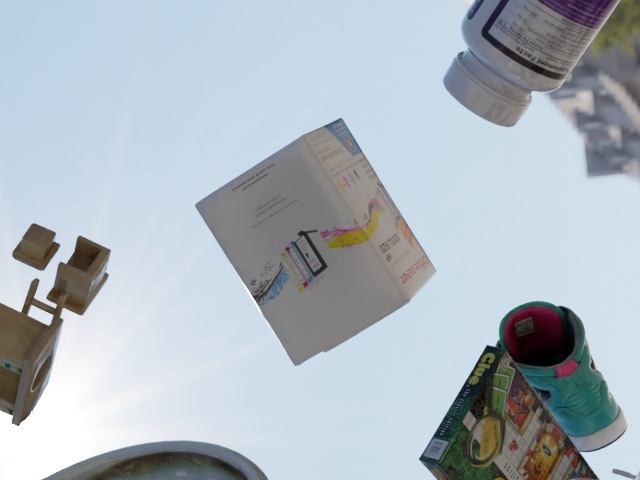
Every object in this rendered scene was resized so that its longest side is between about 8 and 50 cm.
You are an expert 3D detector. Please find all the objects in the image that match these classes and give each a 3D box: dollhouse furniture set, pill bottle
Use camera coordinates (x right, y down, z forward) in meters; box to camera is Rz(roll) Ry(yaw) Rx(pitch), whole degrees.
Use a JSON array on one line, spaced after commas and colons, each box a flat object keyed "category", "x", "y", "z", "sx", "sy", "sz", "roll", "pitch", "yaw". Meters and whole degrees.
[{"category": "dollhouse furniture set", "x": -0.305, "y": 0.049, "z": 1.323, "sx": 0.161, "sy": 0.182, "sz": 0.101, "roll": -61, "pitch": -5, "yaw": -46}, {"category": "pill bottle", "x": 0.190, "y": -0.198, "z": 1.307, "sx": 0.193, "sy": 0.108, "sz": 0.108, "roll": -57, "pitch": -9, "yaw": 25}]

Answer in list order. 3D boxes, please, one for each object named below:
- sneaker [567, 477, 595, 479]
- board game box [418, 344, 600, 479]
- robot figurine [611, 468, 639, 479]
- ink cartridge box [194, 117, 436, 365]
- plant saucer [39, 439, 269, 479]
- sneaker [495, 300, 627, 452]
[{"category": "sneaker", "x": 0.201, "y": 0.241, "z": 1.167, "sx": 0.319, "sy": 0.112, "sz": 0.131, "roll": 105, "pitch": 173, "yaw": -70}, {"category": "board game box", "x": 0.196, "y": 0.232, "z": 1.471, "sx": 0.136, "sy": 0.030, "sz": 0.259, "roll": -55, "pitch": -50, "yaw": -20}, {"category": "robot figurine", "x": 0.510, "y": 0.355, "z": 1.781, "sx": 0.300, "sy": 0.353, "sz": 0.199, "roll": -13, "pitch": -52, "yaw": -30}, {"category": "ink cartridge box", "x": 0.000, "y": 0.000, "z": 1.811, "sx": 0.232, "sy": 0.168, "sz": 0.171, "roll": 58, "pitch": -160, "yaw": -1}, {"category": "plant saucer", "x": -0.220, "y": 0.369, "z": 1.566, "sx": 0.400, "sy": 0.400, "sz": 0.100, "roll": -60, "pitch": -43, "yaw": -53}, {"category": "sneaker", "x": 0.288, "y": 0.161, "z": 2.013, "sx": 0.178, "sy": 0.124, "sz": 0.295, "roll": 64, "pitch": 167, "yaw": -18}]
